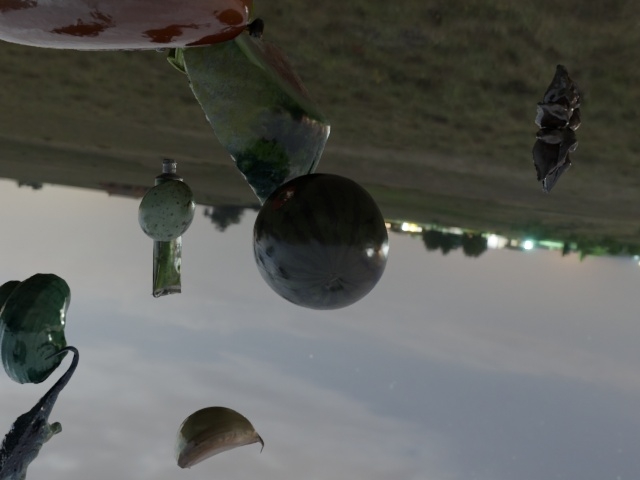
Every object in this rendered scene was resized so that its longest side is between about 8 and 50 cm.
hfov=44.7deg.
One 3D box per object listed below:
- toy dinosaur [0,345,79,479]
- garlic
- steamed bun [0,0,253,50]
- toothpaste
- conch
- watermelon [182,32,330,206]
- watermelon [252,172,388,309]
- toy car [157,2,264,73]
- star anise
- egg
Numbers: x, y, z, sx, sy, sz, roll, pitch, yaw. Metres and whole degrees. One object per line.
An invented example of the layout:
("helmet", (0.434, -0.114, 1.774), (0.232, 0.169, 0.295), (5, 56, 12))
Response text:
("toy dinosaur", (-0.525, 0.357, 1.380), (0.076, 0.363, 0.147), (30, 161, -2))
("garlic", (-0.233, 0.437, 1.765), (0.207, 0.128, 0.115), (-9, 165, -11))
("steamed bun", (-0.265, -0.362, 0.911), (0.379, 0.235, 0.248), (3, 163, 11))
("toothpaste", (-0.272, -0.022, 1.400), (0.047, 0.247, 0.078), (5, -175, 30))
("conch", (-0.548, 0.145, 1.452), (0.202, 0.196, 0.134), (22, 155, 49))
("watermelon", (-0.121, -0.197, 1.255), (0.310, 0.193, 0.231), (45, -156, -26))
("watermelon", (0.000, 0.000, 1.165), (0.212, 0.212, 0.212), (7, -178, 0))
("toy car", (-0.210, -0.432, 1.526), (0.200, 0.142, 0.248), (17, 150, -12))
("star anise", (0.368, -0.173, 1.199), (0.065, 0.195, 0.182), (6, -155, 24))
("egg", (-0.240, -0.048, 1.221), (0.085, 0.110, 0.085), (20, -146, -15))
